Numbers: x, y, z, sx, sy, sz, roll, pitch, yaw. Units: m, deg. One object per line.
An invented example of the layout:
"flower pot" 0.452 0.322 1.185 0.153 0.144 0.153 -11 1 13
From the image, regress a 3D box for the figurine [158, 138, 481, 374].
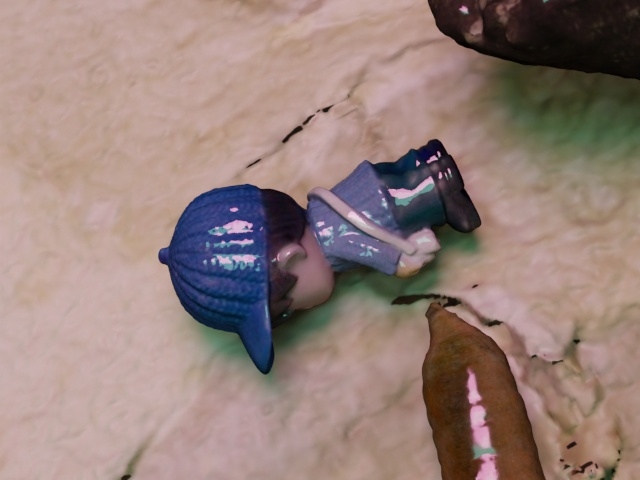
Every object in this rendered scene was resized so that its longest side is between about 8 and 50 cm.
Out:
"figurine" 0.000 0.000 0.769 0.149 0.087 0.086 -26 32 2

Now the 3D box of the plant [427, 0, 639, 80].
"plant" 0.149 -0.136 0.737 0.129 0.194 0.132 32 119 56

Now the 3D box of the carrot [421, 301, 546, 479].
"carrot" 0.098 0.181 0.695 0.070 0.070 0.342 -14 69 7
